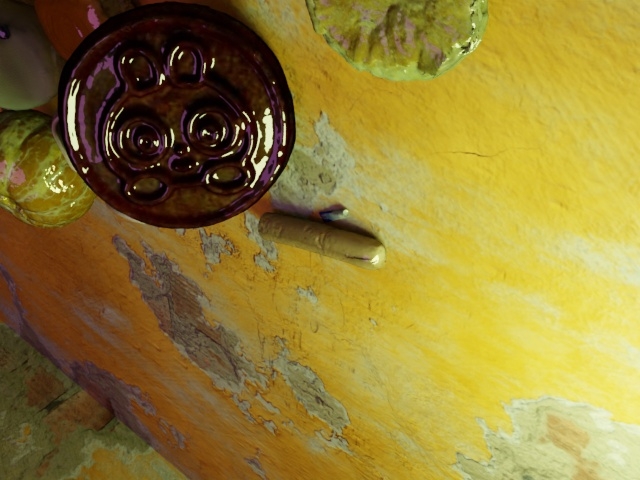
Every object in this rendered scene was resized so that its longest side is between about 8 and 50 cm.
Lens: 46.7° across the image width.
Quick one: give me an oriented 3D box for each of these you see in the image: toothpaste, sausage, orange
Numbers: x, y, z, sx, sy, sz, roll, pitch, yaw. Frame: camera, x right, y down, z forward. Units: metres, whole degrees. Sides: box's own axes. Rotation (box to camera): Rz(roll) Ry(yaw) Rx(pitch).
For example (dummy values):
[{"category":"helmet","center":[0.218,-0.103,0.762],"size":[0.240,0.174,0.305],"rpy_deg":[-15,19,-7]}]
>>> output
[{"category":"toothpaste","center":[0.024,-0.047,1.381],"size":[0.083,0.015,0.024],"rpy_deg":[-9,116,57]},{"category":"sausage","center":[-0.001,-0.001,1.408],"size":[0.301,0.066,0.066],"rpy_deg":[13,131,38]},{"category":"orange","center":[-0.705,-0.180,1.839],"size":[0.329,0.249,0.329],"rpy_deg":[25,161,9]}]

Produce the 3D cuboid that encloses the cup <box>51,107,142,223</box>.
[{"category":"cup","center":[-0.358,-0.201,1.473],"size":[0.288,0.208,0.273],"rpy_deg":[22,137,11]}]

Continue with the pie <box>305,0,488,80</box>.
[{"category":"pie","center":[0.098,-0.344,0.980],"size":[0.306,0.071,0.306],"rpy_deg":[27,141,25]}]

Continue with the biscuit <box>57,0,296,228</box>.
[{"category":"biscuit","center":[-0.244,-0.198,1.266],"size":[0.407,0.091,0.408],"rpy_deg":[-1,119,-2]}]

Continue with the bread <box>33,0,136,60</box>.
[{"category":"bread","center":[-0.459,-0.429,1.473],"size":[0.245,0.121,0.174],"rpy_deg":[19,133,34]}]

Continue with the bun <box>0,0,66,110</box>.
[{"category":"bun","center":[-0.705,-0.446,1.679],"size":[0.293,0.187,0.293],"rpy_deg":[9,144,7]}]
